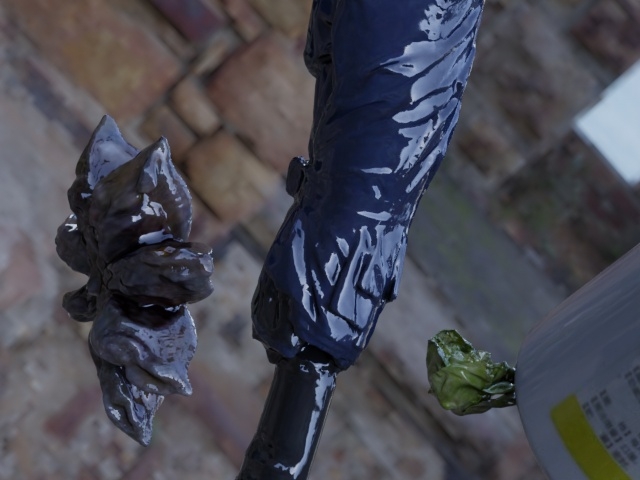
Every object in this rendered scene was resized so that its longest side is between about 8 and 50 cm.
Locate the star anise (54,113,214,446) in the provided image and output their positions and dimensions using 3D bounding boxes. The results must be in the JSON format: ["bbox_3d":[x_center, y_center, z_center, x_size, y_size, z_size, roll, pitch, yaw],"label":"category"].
[{"bbox_3d":[-0.127,0.014,1.277,0.073,0.197,0.212,-1,39,-28],"label":"star anise"}]

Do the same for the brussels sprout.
[{"bbox_3d":[0.116,0.103,1.423,0.085,0.058,0.085,7,10,-1],"label":"brussels sprout"}]

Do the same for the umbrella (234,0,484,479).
[{"bbox_3d":[0.004,0.000,0.746,0.071,0.248,0.071,16,14,-4],"label":"umbrella"}]

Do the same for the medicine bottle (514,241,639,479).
[{"bbox_3d":[0.313,0.059,1.302,0.208,0.339,0.208,23,46,-26],"label":"medicine bottle"}]
